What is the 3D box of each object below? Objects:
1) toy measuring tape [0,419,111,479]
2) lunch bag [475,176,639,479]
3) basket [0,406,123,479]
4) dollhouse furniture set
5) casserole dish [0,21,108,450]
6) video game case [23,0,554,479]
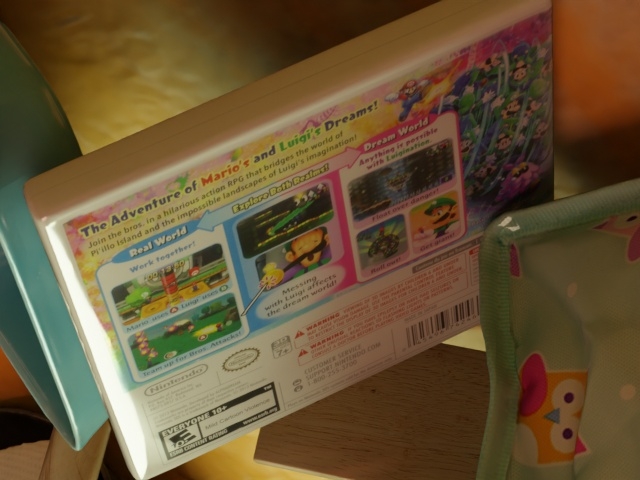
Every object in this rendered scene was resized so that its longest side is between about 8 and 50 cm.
[{"bbox_3d":[-0.242,0.094,0.738,0.330,0.121,0.121,-15,137,32],"label":"toy measuring tape"},{"bbox_3d":[0.208,0.069,0.533,0.262,0.160,0.223,-15,144,32],"label":"lunch bag"},{"bbox_3d":[-0.108,0.195,0.811,0.204,0.154,0.227,-14,141,29],"label":"basket"},{"bbox_3d":[0.037,0.131,0.707,0.123,0.144,0.151,11,159,9],"label":"dollhouse furniture set"},{"bbox_3d":[-0.099,-0.013,0.570,0.037,0.114,0.188,-29,144,-16],"label":"casserole dish"},{"bbox_3d":[0.000,0.000,0.550,0.157,0.019,0.143,-24,143,-11],"label":"video game case"}]
